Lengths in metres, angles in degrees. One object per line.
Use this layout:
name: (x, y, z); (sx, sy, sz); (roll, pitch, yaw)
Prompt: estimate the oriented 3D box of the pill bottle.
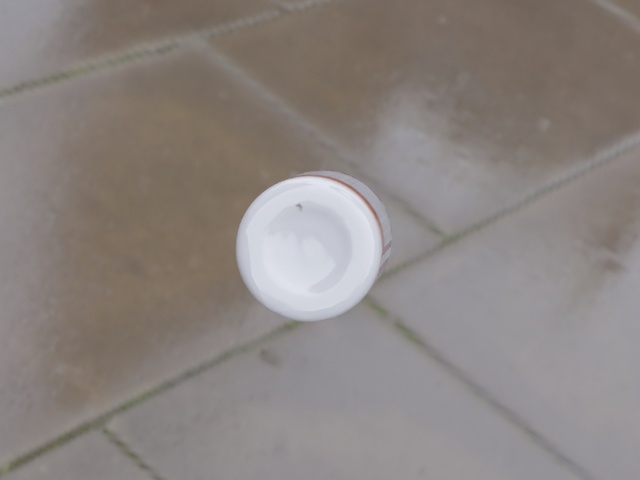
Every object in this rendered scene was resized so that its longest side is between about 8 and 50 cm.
pill bottle: (0.000, 0.000, 1.585); (0.121, 0.121, 0.221); (27, 6, 3)
